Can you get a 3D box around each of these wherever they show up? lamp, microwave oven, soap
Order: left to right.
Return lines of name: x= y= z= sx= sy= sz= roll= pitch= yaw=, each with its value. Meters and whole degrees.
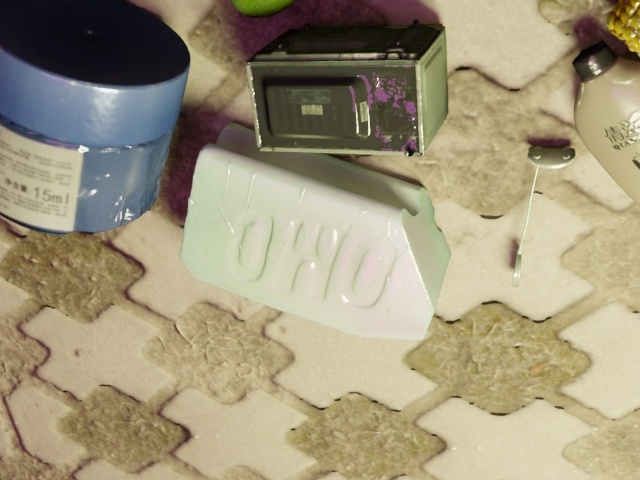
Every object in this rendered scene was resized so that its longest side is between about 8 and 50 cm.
soap: x=0.000 y=0.000 z=1.131 sx=0.347 sy=0.115 sz=0.208 roll=19 pitch=122 yaw=5
microwave oven: x=0.036 y=-0.185 z=0.991 sx=0.205 sy=0.163 sz=0.129 roll=3 pitch=117 yaw=18
lamp: x=0.276 y=-0.026 z=1.073 sx=0.056 sy=0.050 sz=0.198 roll=9 pitch=120 yaw=10

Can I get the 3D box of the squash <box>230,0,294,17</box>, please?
squash: x=0.025 y=-0.380 z=0.922 sx=0.379 sy=0.101 sz=0.101 roll=-35 pitch=104 yaw=31

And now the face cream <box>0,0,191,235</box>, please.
face cream: x=-0.305 y=-0.160 z=1.054 sx=0.249 sy=0.249 sz=0.225 roll=25 pitch=125 yaw=2

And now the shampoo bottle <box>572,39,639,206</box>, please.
shampoo bottle: x=0.375 y=-0.118 z=0.974 sx=0.127 sy=0.078 sz=0.257 roll=-25 pitch=109 yaw=46

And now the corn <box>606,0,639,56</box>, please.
corn: x=0.421 y=-0.311 z=0.842 sx=0.101 sy=0.101 sz=0.310 roll=36 pitch=120 yaw=-5
